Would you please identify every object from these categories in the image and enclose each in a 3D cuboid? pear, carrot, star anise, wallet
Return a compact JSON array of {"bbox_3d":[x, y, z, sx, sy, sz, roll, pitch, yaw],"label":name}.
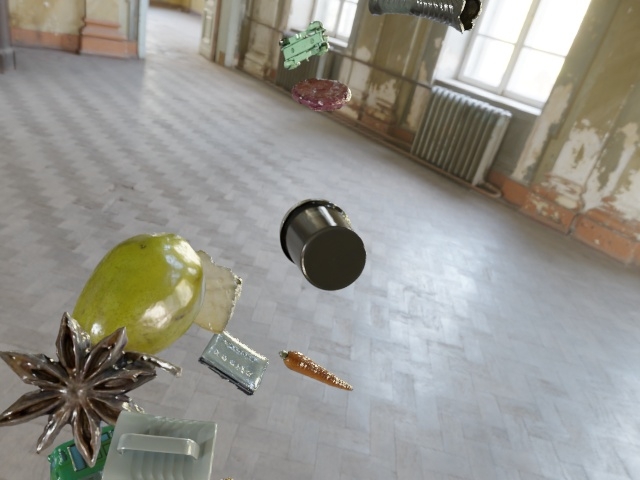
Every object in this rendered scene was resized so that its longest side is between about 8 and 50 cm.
[{"bbox_3d":[-0.394,0.126,1.052,0.253,0.252,0.307,18,48,8],"label":"pear"},{"bbox_3d":[-0.014,0.478,1.712,0.336,0.069,0.069,34,22,-19],"label":"carrot"},{"bbox_3d":[-0.341,0.216,0.709,0.263,0.229,0.081,-12,-6,-16],"label":"star anise"},{"bbox_3d":[-0.284,0.402,1.589,0.222,0.036,0.167,37,28,-7],"label":"wallet"}]

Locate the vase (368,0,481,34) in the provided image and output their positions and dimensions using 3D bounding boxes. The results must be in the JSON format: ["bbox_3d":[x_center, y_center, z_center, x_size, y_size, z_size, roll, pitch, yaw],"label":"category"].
[{"bbox_3d":[0.225,-0.529,1.051,0.238,0.115,0.116,24,28,30],"label":"vase"}]

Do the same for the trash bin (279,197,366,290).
[{"bbox_3d":[0.000,0.000,1.337,0.215,0.214,0.334,5,16,-17],"label":"trash bin"}]

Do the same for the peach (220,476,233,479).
[{"bbox_3d":[-0.318,0.825,1.506,0.152,0.151,0.118,4,54,-20],"label":"peach"}]

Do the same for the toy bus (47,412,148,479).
[{"bbox_3d":[-0.679,0.699,1.515,0.344,0.183,0.199,-10,50,-41],"label":"toy bus"}]

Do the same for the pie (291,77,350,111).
[{"bbox_3d":[0.003,-0.369,1.197,0.155,0.036,0.154,2,42,-1],"label":"pie"}]

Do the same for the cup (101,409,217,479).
[{"bbox_3d":[-0.198,0.265,0.589,0.130,0.128,0.095,8,53,-10],"label":"cup"}]

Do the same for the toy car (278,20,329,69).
[{"bbox_3d":[-0.036,-0.455,1.112,0.143,0.073,0.054,-6,13,45],"label":"toy car"}]

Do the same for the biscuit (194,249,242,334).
[{"bbox_3d":[-0.320,0.147,1.400,0.188,0.040,0.265,-20,74,-15],"label":"biscuit"}]
